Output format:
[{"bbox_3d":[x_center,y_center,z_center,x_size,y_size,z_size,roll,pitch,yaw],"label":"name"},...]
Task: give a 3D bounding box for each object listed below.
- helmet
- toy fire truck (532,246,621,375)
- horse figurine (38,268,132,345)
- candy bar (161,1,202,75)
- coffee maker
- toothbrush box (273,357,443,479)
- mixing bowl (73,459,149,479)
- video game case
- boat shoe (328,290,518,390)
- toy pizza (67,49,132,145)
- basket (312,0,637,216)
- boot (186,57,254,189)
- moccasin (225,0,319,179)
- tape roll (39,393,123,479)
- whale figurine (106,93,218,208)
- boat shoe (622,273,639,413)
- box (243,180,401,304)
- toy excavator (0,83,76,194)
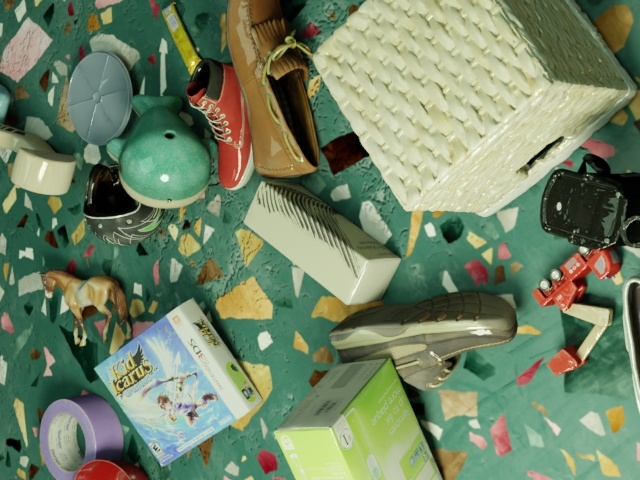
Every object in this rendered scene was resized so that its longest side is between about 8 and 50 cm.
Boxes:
[{"bbox_3d":[-0.392,-0.069,2.189,0.169,0.169,0.162,1,84,38],"label":"helmet"},{"bbox_3d":[0.398,0.100,1.662,0.192,0.047,0.135,-47,65,28],"label":"toy fire truck"},{"bbox_3d":[-0.490,0.136,2.343,0.263,0.066,0.175,-8,93,40],"label":"horse figurine"},{"bbox_3d":[-0.277,-0.407,2.181,0.040,0.018,0.161,-36,70,30],"label":"candy bar"},{"bbox_3d":[0.424,-0.035,1.551,0.171,0.178,0.120,46,120,29],"label":"coffee maker"},{"bbox_3d":[0.073,0.366,1.767,0.122,0.206,0.283,-10,110,37],"label":"toothbrush box"},{"bbox_3d":[-0.417,0.531,2.274,0.181,0.098,0.181,4,99,29],"label":"mixing bowl"},{"bbox_3d":[-0.282,0.282,2.139,0.269,0.061,0.244,-36,87,30],"label":"video game case"},{"bbox_3d":[0.178,0.171,1.804,0.355,0.132,0.130,-10,106,43],"label":"boat shoe"},{"bbox_3d":[-0.464,-0.303,2.323,0.201,0.032,0.201,2,93,37],"label":"toy pizza"},{"bbox_3d":[0.223,-0.254,1.647,0.328,0.266,0.331,-42,66,32],"label":"basket"},{"bbox_3d":[-0.192,-0.214,2.025,0.088,0.176,0.244,15,102,35],"label":"boot"},{"bbox_3d":[-0.077,-0.301,1.954,0.147,0.139,0.380,-10,86,37],"label":"moccasin"},{"bbox_3d":[-0.520,0.432,2.370,0.189,0.080,0.189,1,92,38],"label":"tape roll"},{"bbox_3d":[-0.300,-0.194,2.093,0.141,0.216,0.272,109,156,-52],"label":"whale figurine"},{"bbox_3d":[0.497,0.201,1.554,0.118,0.103,0.320,-14,84,37],"label":"boat shoe"},{"bbox_3d":[0.000,0.000,1.927,0.275,0.113,0.094,36,112,29],"label":"box"},{"bbox_3d":[-0.764,-0.261,2.458,0.433,0.445,0.222,-111,38,-68],"label":"toy excavator"}]
